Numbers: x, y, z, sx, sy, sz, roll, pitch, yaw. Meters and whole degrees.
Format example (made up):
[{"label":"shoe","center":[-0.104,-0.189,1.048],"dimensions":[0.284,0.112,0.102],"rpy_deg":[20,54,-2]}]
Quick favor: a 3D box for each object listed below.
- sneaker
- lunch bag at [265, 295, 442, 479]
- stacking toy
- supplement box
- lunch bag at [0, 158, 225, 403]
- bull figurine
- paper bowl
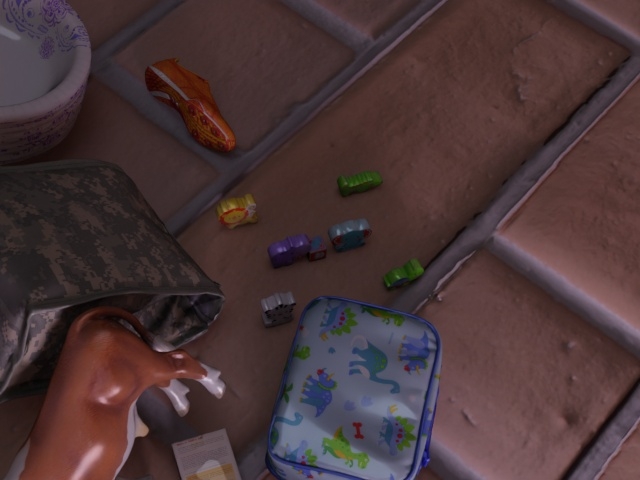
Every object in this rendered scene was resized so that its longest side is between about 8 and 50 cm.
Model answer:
[{"label":"sneaker","center":[-0.162,-0.186,1.437],"dimensions":[0.067,0.064,0.175],"rpy_deg":[-28,66,-30]},{"label":"lunch bag","center":[0.042,0.179,1.196],"dimensions":[0.176,0.090,0.219],"rpy_deg":[12,58,6]},{"label":"stacking toy","center":[0.000,0.000,1.332],"dimensions":[0.221,0.052,0.167],"rpy_deg":[-16,60,-13]},{"label":"supplement box","center":[-0.118,0.260,1.168],"dimensions":[0.062,0.036,0.098],"rpy_deg":[-14,60,-11]},{"label":"lunch bag","center":[-0.275,0.032,1.221],"dimensions":[0.287,0.169,0.235],"rpy_deg":[-9,48,-46]},{"label":"bull figurine","center":[-0.233,0.220,1.098],"dimensions":[0.188,0.310,0.101],"rpy_deg":[19,11,-31]},{"label":"paper bowl","center":[-0.440,-0.209,1.361],"dimensions":[0.284,0.148,0.284],"rpy_deg":[13,48,-15]}]
